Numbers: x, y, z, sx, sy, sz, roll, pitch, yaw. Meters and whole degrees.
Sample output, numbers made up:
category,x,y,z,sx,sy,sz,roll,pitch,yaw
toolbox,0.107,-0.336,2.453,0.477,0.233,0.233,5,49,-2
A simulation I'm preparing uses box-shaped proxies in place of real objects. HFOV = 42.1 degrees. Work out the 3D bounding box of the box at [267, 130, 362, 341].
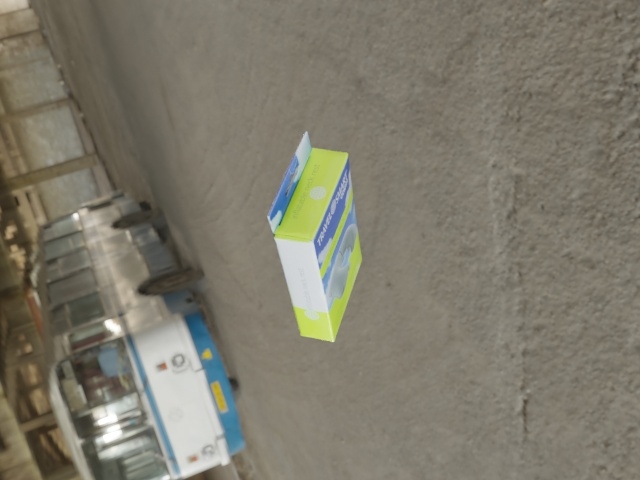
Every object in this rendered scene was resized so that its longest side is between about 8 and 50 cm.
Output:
category,x,y,z,sx,sy,sz,roll,pitch,yaw
box,0.000,0.000,0.771,0.178,0.042,0.109,79,-154,-50
